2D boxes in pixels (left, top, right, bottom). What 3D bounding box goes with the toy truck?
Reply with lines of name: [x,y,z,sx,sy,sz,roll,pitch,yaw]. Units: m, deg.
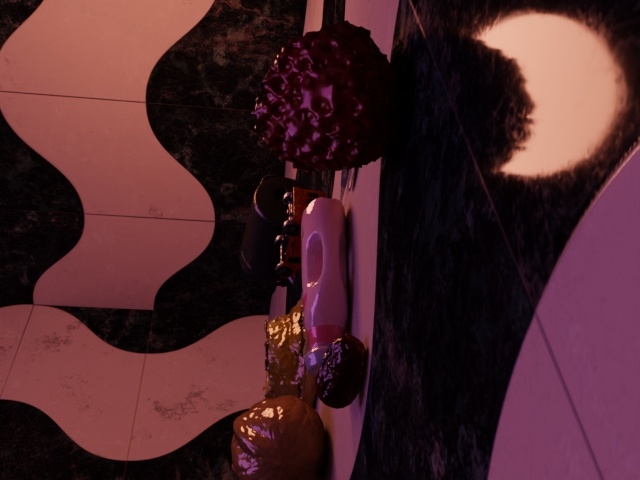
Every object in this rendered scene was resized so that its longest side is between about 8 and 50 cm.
toy truck: [-0.048,-0.011,1.796,0.253,0.114,0.108,104,167,-50]

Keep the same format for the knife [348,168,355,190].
knife: [0.070,-0.204,1.293,0.047,0.017,0.298,-92,4,-50]

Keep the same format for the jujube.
jujube: [0.036,0.211,1.165,0.077,0.077,0.129,-99,24,-60]

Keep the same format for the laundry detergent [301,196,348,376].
laundry detergent: [0.010,0.089,1.369,0.159,0.087,0.335,105,166,-58]

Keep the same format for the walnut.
walnut: [-0.086,0.441,1.533,0.261,0.224,0.225,175,98,-85]

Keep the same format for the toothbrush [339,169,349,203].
toothbrush: [0.049,-0.129,1.438,0.019,0.016,0.220,-81,-1,-50]

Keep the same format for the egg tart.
egg tart: [-0.084,0.318,1.891,0.345,0.132,0.346,-179,90,-85]

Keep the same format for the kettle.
kettle: [-0.128,-0.003,2.141,0.308,0.203,0.262,107,167,-54]

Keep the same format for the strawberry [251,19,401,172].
strawberry: [0.045,-0.182,1.004,0.178,0.233,0.234,38,130,47]
